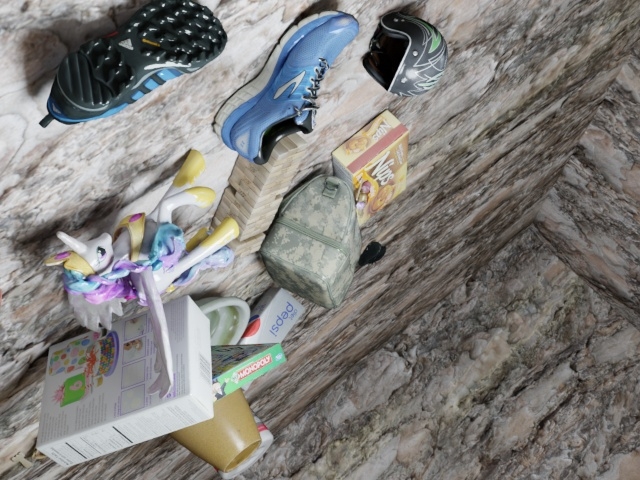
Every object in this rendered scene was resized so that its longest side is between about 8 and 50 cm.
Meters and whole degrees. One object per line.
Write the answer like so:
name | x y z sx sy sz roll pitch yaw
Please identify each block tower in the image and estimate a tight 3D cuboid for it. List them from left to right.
block tower | -0.135 -0.106 1.698 0.091 0.097 0.335 -26 152 -43

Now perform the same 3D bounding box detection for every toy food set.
toy food set | -0.646 0.497 1.983 0.192 0.038 0.132 -37 159 -18
toy food set | 0.109 -0.105 1.984 0.122 0.019 0.078 61 45 -73

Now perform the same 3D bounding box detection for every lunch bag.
lunch bag | 0.000 0.000 2.001 0.256 0.212 0.305 -60 164 -15

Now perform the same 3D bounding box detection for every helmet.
helmet | 0.182 -0.377 1.670 0.169 0.161 0.169 -38 159 -17

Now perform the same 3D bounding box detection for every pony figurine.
pony figurine | -0.317 0.054 1.468 0.363 0.302 0.351 -38 142 -37

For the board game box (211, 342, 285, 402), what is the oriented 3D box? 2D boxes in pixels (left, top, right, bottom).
board game box | -0.256 0.285 1.749 0.317 0.046 0.213 -10 -170 46

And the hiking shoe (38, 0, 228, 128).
hiking shoe | -0.268 -0.260 1.166 0.304 0.113 0.132 -35 -171 -40

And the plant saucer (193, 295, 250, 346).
plant saucer | -0.355 0.259 1.985 0.400 0.100 0.400 -38 160 -17

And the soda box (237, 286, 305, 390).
soda box | -0.171 0.266 2.219 0.286 0.098 0.091 -53 -160 -18

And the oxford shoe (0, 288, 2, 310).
oxford shoe | -0.648 0.187 1.252 0.348 0.123 0.130 -31 162 -29

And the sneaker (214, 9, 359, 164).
sneaker | -0.037 -0.271 1.481 0.330 0.147 0.130 -48 160 10

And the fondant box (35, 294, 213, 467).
fondant box | -0.377 0.273 1.581 0.330 0.238 0.096 -20 136 10

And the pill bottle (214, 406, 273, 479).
pill bottle | -0.291 0.477 2.219 0.176 0.318 0.176 -37 159 -17

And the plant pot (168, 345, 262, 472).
plant pot | -0.269 0.433 1.982 0.237 0.254 0.237 -37 160 -16

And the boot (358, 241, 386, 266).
boot | 0.183 0.038 2.666 0.099 0.045 0.121 -17 154 -48

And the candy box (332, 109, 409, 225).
candy box | 0.131 -0.175 2.077 0.183 0.087 0.316 -40 159 -12
